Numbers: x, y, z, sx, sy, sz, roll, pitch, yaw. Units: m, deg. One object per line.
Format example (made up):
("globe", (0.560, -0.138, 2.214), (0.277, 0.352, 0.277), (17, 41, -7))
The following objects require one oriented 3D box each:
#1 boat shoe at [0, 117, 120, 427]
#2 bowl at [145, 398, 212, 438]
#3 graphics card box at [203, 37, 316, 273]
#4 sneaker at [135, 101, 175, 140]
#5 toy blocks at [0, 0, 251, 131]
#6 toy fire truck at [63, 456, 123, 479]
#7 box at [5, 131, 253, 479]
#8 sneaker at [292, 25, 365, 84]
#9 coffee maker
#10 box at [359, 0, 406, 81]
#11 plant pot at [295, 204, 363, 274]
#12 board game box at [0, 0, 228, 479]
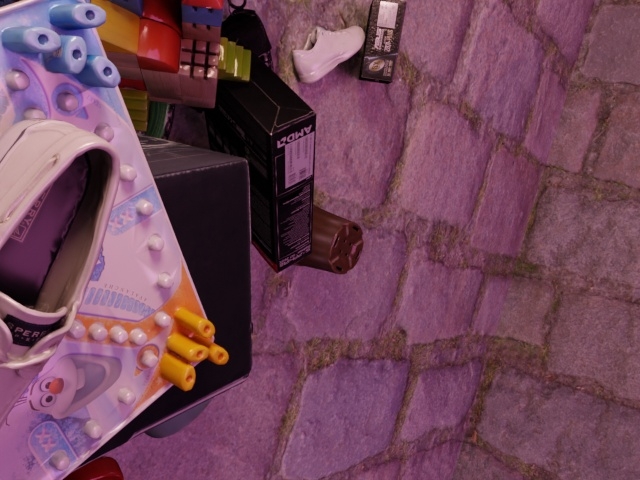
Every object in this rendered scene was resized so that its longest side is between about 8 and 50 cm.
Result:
("boat shoe", (-0.210, 0.047, 0.421), (0.096, 0.088, 0.268), (35, 75, -50))
("bowl", (-0.289, 0.166, 1.093), (0.163, 0.311, 0.312), (38, 73, -31))
("graphics card box", (-0.110, -0.137, 1.111), (0.094, 0.233, 0.371), (-29, 149, -21))
("sneaker", (-0.308, -0.274, 1.015), (0.146, 0.134, 0.344), (2, 105, -12))
("toy blocks", (-0.272, -0.267, 0.791), (0.381, 0.261, 0.191), (5, 85, -10))
("toy fire truck", (-0.468, 0.400, 1.002), (0.253, 0.169, 0.302), (-19, 142, -31))
("box", (-0.407, 0.038, 0.710), (0.479, 0.471, 0.298), (-20, 117, -46))
("sneaker", (0.019, -0.441, 1.389), (0.212, 0.080, 0.094), (-46, 124, -28))
("coffee maker", (-0.193, -0.348, 1.140), (0.178, 0.120, 0.171), (-41, 110, -36))
("box", (0.143, -0.467, 1.466), (0.147, 0.077, 0.180), (-83, -178, -77))
("plant pot", (0.000, 0.000, 1.461), (0.167, 0.165, 0.167), (-23, 122, -44))
("board game box", (-0.264, 0.062, 0.473), (0.390, 0.050, 0.390), (-40, 131, -36))
